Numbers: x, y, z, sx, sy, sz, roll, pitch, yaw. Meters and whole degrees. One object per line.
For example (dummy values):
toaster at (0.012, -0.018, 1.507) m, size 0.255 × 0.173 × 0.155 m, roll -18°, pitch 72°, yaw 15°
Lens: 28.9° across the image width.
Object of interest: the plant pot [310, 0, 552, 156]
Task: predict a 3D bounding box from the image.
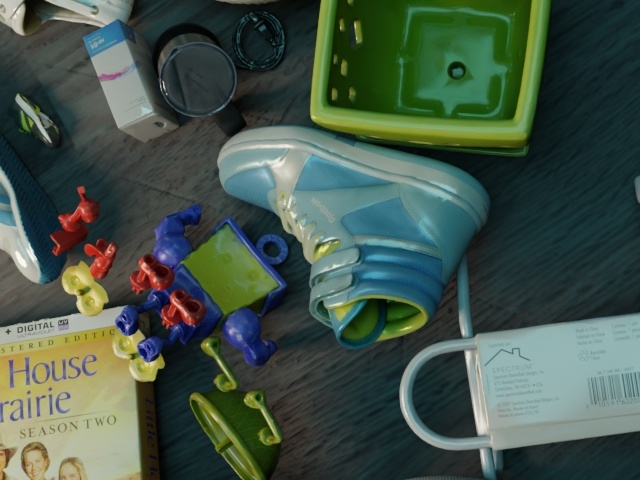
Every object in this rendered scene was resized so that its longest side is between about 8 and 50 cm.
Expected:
plant pot at (0.130, -0.203, 1.305) m, size 0.227 × 0.207 × 0.228 m, roll 7°, pitch 84°, yaw 14°

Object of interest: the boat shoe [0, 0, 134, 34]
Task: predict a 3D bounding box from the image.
boat shoe at (-0.358, -0.296, 1.492) m, size 0.277 × 0.098 × 0.096 m, roll 7°, pitch 84°, yaw 13°

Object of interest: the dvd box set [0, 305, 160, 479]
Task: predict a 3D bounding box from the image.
dvd box set at (-0.328, 0.301, 1.394) m, size 0.307 × 0.062 × 0.420 m, roll -9°, pitch 71°, yaw 11°

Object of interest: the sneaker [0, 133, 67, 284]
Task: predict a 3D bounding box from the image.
sneaker at (-0.382, -0.033, 1.479) m, size 0.092 × 0.087 × 0.229 m, roll -40°, pitch 69°, yaw 13°

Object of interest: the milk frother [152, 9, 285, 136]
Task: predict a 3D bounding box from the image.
milk frother at (-0.109, -0.205, 1.399) m, size 0.129 × 0.135 × 0.143 m, roll 35°, pitch 99°, yaw -20°

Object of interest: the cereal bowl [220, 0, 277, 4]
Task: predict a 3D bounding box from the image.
cereal bowl at (-0.066, -0.424, 1.414) m, size 0.339 × 0.141 × 0.339 m, roll -2°, pitch 83°, yaw 14°

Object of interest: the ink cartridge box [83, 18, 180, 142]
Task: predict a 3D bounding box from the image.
ink cartridge box at (-0.219, -0.183, 1.449) m, size 0.052 × 0.088 × 0.122 m, roll -26°, pitch 78°, yaw 9°

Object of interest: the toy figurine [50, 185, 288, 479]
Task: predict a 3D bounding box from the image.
toy figurine at (-0.095, 0.061, 1.343) m, size 0.217 × 0.191 × 0.362 m, roll -33°, pitch 73°, yaw -34°

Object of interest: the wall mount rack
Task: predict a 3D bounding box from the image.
wall mount rack at (0.254, 0.092, 1.286) m, size 0.350 × 0.130 × 0.304 m, roll -9°, pitch 85°, yaw 13°

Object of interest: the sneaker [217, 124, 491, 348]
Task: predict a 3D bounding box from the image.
sneaker at (0.000, 0.000, 1.313) m, size 0.319 × 0.127 × 0.208 m, roll 12°, pitch 66°, yaw 27°

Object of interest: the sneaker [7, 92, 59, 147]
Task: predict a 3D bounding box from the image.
sneaker at (-0.348, -0.140, 1.509) m, size 0.035 × 0.031 × 0.083 m, roll -46°, pitch 71°, yaw 19°

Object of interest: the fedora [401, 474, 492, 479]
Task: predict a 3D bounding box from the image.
fedora at (0.152, 0.319, 1.253) m, size 0.275 × 0.244 × 0.124 m, roll 3°, pitch 55°, yaw 21°
